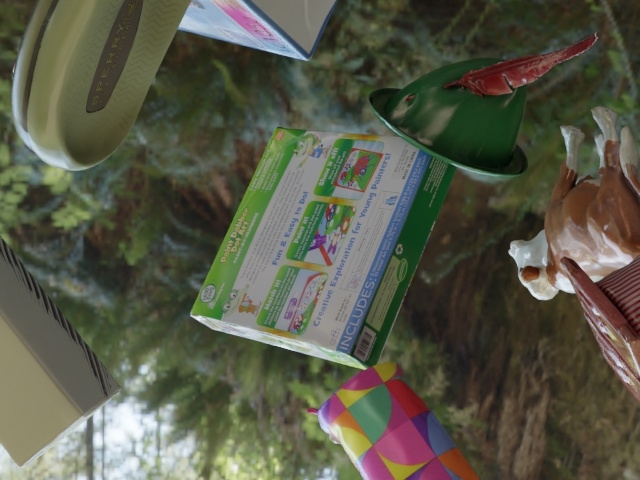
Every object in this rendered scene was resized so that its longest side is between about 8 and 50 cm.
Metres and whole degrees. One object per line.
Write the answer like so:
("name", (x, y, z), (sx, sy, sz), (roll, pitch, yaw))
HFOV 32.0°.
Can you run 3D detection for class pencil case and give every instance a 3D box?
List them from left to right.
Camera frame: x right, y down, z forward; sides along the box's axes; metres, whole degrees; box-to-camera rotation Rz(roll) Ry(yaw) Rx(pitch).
("pencil case", (0.091, 0.223, 1.026), (0.104, 0.104, 0.236), (-20, -116, -37))

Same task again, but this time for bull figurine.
("bull figurine", (0.292, -0.032, 1.178), (0.101, 0.188, 0.310), (6, 175, -12))

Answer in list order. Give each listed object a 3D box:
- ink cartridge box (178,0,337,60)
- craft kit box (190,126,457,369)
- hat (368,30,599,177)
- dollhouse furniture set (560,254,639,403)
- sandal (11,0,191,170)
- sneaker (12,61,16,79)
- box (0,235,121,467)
("ink cartridge box", (-0.196, -0.401, 1.528), (0.396, 0.151, 0.270), (22, 172, 38))
("craft kit box", (0.000, 0.000, 1.219), (0.247, 0.061, 0.249), (12, -109, 41))
("hat", (0.173, -0.179, 1.122), (0.208, 0.183, 0.173), (33, -152, 20))
("dollhouse furniture set", (0.379, 0.112, 0.858), (0.201, 0.152, 0.374), (-33, -141, 1))
("sandal", (-0.061, -0.157, 0.542), (0.086, 0.302, 0.120), (35, -150, 19))
("sneaker", (-0.269, -0.227, 1.241), (0.075, 0.170, 0.063), (33, -179, 19))
("box", (-0.351, 0.097, 1.204), (0.275, 0.113, 0.094), (52, -160, 1))
